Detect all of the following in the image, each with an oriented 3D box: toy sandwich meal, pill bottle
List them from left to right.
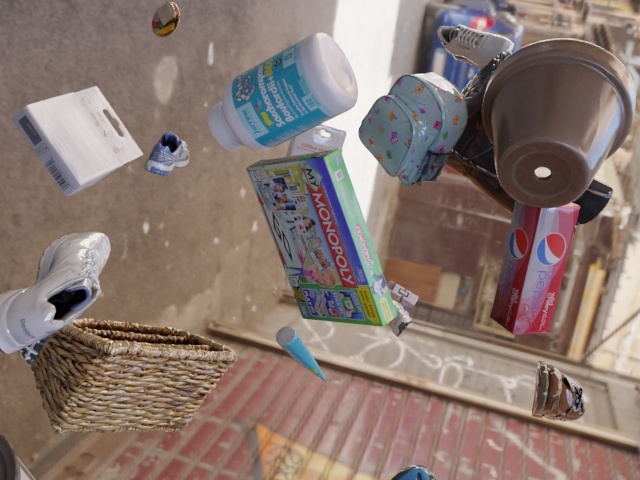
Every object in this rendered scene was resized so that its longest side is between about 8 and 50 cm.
[{"bbox_3d":[-0.361,-0.511,1.692,0.029,0.086,0.085,11,92,-65],"label":"toy sandwich meal"},{"bbox_3d":[-0.075,-0.254,1.323,0.146,0.264,0.146,41,37,-41],"label":"pill bottle"}]

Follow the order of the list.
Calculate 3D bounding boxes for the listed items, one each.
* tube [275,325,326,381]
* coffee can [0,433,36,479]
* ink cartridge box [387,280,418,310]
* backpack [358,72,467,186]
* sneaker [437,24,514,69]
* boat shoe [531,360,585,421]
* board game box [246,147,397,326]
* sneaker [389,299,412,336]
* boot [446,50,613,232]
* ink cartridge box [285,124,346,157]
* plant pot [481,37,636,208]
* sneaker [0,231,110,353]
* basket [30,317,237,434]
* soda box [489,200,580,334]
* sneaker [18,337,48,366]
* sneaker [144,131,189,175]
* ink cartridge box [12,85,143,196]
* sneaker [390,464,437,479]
[{"bbox_3d":[-0.047,0.285,1.824,0.052,0.080,0.207,-42,138,-9],"label":"tube"},{"bbox_3d":[-0.531,0.432,1.133,0.275,0.202,0.201,92,16,-51],"label":"coffee can"},{"bbox_3d":[0.201,0.140,1.859,0.028,0.083,0.048,-58,180,-27],"label":"ink cartridge box"},{"bbox_3d":[0.172,-0.213,1.350,0.144,0.166,0.188,-4,138,-43],"label":"backpack"},{"bbox_3d":[0.387,-0.496,1.850,0.095,0.235,0.090,36,86,-34],"label":"sneaker"},{"bbox_3d":[0.502,0.321,1.535,0.307,0.105,0.110,43,56,-68],"label":"boat shoe"},{"bbox_3d":[0.000,0.000,1.307,0.046,0.214,0.317,-33,111,-37],"label":"board game box"},{"bbox_3d":[0.170,0.176,1.729,0.057,0.075,0.161,-50,180,7],"label":"sneaker"},{"bbox_3d":[0.506,-0.204,1.732,0.146,0.445,0.367,-60,-172,-31],"label":"boot"},{"bbox_3d":[-0.021,-0.179,1.678,0.067,0.115,0.198,-102,-152,-65],"label":"ink cartridge box"},{"bbox_3d":[0.400,-0.179,1.264,0.263,0.263,0.229,92,17,-45],"label":"plant pot"},{"bbox_3d":[-0.406,0.076,1.190,0.297,0.129,0.111,-71,144,-57],"label":"sneaker"},{"bbox_3d":[-0.347,0.210,1.364,0.299,0.213,0.223,13,121,-44],"label":"basket"},{"bbox_3d":[0.409,0.046,1.406,0.083,0.092,0.263,-138,-127,-63],"label":"soda box"},{"bbox_3d":[-0.713,0.280,1.930,0.107,0.118,0.279,-61,155,-7],"label":"sneaker"},{"bbox_3d":[-0.245,-0.152,1.214,0.135,0.052,0.058,-74,-175,-67],"label":"sneaker"},{"bbox_3d":[-0.504,-0.214,1.541,0.189,0.066,0.232,57,24,-8],"label":"ink cartridge box"},{"bbox_3d":[0.183,0.558,1.483,0.139,0.125,0.340,-53,152,-51],"label":"sneaker"}]
